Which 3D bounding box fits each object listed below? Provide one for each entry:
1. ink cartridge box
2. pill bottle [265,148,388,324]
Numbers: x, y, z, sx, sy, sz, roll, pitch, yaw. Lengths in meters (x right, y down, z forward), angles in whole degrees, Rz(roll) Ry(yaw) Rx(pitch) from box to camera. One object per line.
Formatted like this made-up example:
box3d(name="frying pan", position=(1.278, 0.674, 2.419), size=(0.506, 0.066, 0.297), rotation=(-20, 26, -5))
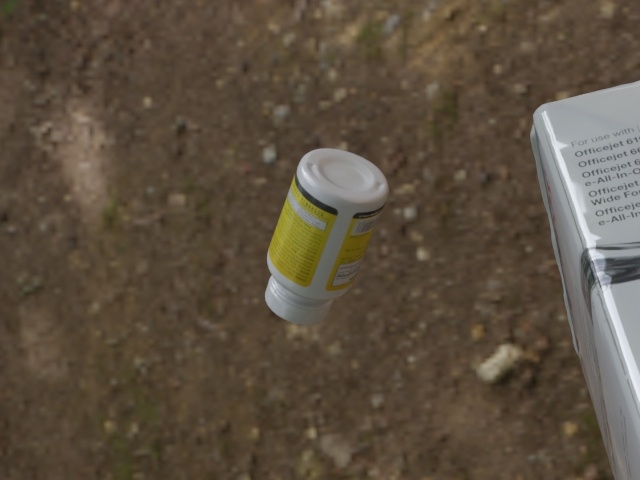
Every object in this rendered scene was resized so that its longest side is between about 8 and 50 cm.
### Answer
box3d(name="ink cartridge box", position=(0.210, 0.091, 0.836), size=(0.307, 0.129, 0.223), rotation=(-99, -7, -47))
box3d(name="pill bottle", position=(0.000, 0.000, 1.145), size=(0.065, 0.065, 0.116), rotation=(52, 134, 38))
